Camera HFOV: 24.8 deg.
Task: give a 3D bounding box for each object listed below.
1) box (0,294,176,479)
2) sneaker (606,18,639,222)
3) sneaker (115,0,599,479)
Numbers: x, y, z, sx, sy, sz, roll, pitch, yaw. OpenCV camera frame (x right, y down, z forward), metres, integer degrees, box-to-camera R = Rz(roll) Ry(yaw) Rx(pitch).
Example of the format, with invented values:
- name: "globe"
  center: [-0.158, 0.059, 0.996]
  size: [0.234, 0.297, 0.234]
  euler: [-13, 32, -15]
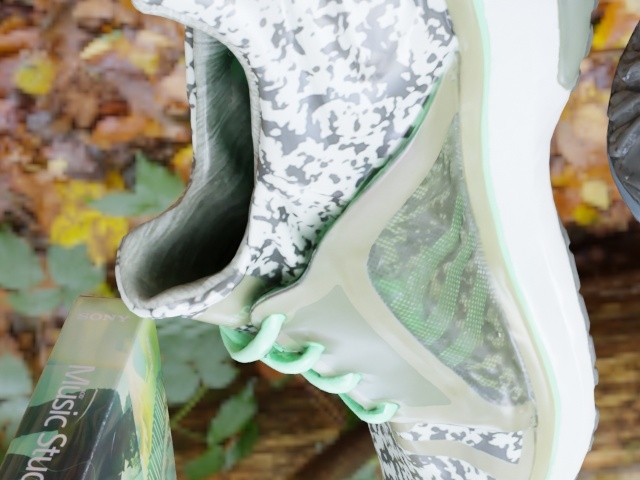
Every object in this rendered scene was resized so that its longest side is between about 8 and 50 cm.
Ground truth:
- name: "box"
  center: [-0.149, 0.222, 0.855]
  size: [0.058, 0.322, 0.232]
  euler: [3, 129, 7]
- name: "sneaker"
  center: [0.185, -0.036, 0.388]
  size: [0.262, 0.104, 0.125]
  euler: [-20, 146, -21]
- name: "sneaker"
  center: [0.000, 0.000, 0.603]
  size: [0.182, 0.158, 0.410]
  euler: [-23, 130, -17]
